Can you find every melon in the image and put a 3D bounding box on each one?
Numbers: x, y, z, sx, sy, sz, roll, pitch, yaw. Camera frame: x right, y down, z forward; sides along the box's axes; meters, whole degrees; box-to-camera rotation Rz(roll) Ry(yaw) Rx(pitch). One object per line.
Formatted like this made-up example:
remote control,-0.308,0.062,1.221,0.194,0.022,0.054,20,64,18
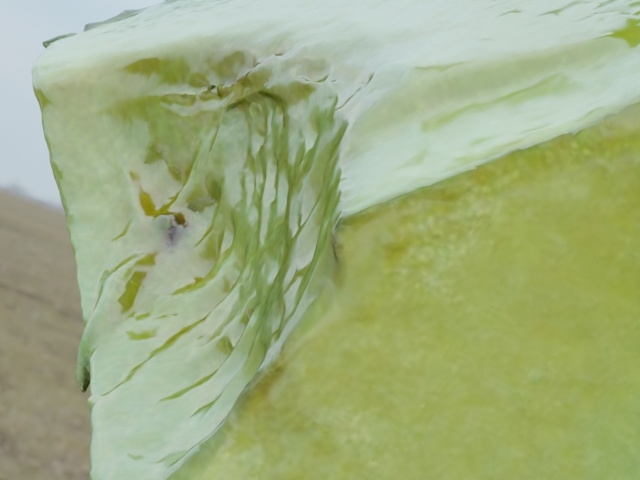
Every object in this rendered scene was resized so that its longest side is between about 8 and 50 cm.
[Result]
melon,0.000,0.000,0.673,0.226,0.331,0.343,16,24,-12
